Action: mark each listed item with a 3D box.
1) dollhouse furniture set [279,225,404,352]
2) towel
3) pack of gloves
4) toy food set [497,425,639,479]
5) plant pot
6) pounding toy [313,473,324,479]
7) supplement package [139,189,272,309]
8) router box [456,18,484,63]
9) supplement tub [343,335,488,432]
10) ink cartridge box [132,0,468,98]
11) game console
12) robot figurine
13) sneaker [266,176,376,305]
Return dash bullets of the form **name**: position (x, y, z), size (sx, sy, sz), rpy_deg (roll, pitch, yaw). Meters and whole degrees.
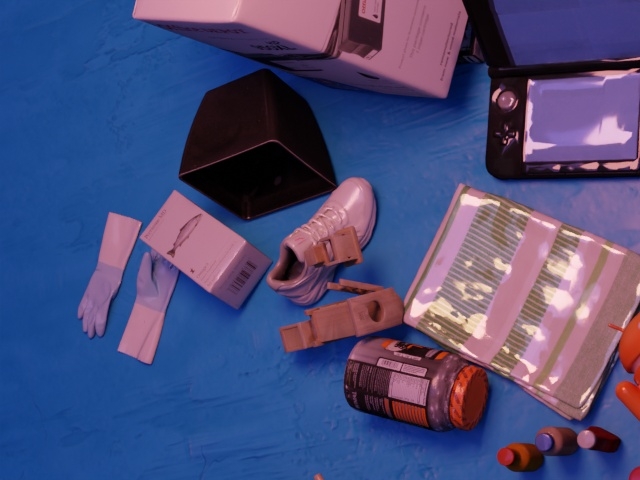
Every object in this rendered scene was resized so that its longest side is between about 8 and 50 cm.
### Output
- **dollhouse furniture set**: position (0.018, 0.073, 1.727), size (0.182, 0.101, 0.161), rpy_deg (-18, 85, 49)
- **towel**: position (0.287, 0.080, 1.620), size (0.324, 0.038, 0.248), rpy_deg (27, 94, 32)
- **pack of gloves**: position (-0.348, 0.078, 1.993), size (0.195, 0.046, 0.232), rpy_deg (17, 89, 31)
- **toy food set**: position (0.358, 0.309, 1.495), size (0.232, 0.104, 0.111), rpy_deg (29, 96, 31)
- **plant pot**: position (-0.102, -0.163, 1.822), size (0.188, 0.187, 0.167), rpy_deg (-19, 59, 27)
- **pounding toy**: position (-0.004, 0.436, 1.693), size (0.206, 0.094, 0.181), rpy_deg (10, 87, 31)
- **supplement package**: position (-0.189, 0.015, 1.865), size (0.179, 0.105, 0.105), rpy_deg (34, 87, 31)
- **router box**: position (0.197, -0.366, 1.750), size (0.133, 0.046, 0.179), rpy_deg (5, 83, 32)
- **supplement tub**: position (0.139, 0.210, 1.637), size (0.190, 0.117, 0.117), rpy_deg (10, 86, 31)
- **ink cartridge box**: position (-0.027, -0.338, 1.633), size (0.285, 0.395, 0.166), rpy_deg (15, 91, 52)
- **game console**: position (0.346, -0.224, 1.562), size (0.293, 0.173, 0.250), rpy_deg (0, 81, 31)
- **robot figurine**: position (0.470, 0.168, 1.441), size (0.158, 0.128, 0.219), rpy_deg (-52, 60, 27)
- **sneaker**: position (0.000, 0.000, 1.758), size (0.090, 0.115, 0.232), rpy_deg (37, 100, 30)
